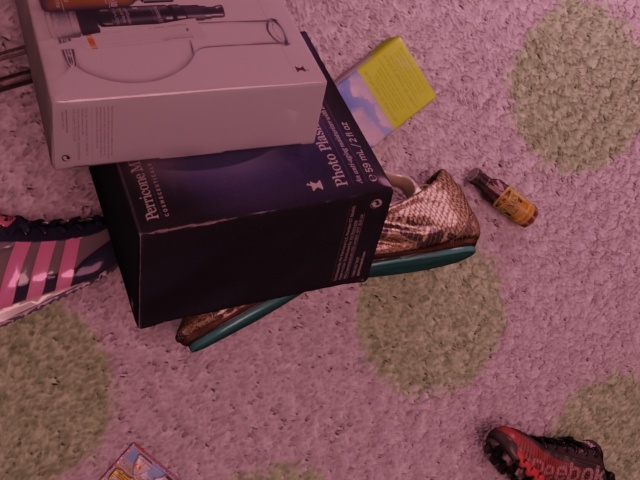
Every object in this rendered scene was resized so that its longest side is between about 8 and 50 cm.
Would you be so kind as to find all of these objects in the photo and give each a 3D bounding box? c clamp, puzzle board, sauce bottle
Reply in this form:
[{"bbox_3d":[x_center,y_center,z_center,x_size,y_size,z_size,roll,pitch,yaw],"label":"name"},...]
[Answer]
[{"bbox_3d":[-0.369,-0.214,1.076,0.160,0.137,0.022,-20,76,-24],"label":"c clamp"},{"bbox_3d":[-0.246,0.356,1.248,0.128,0.011,0.096,46,79,-20],"label":"puzzle board"},{"bbox_3d":[0.281,-0.068,1.392,0.128,0.042,0.042,31,84,-21],"label":"sauce bottle"}]

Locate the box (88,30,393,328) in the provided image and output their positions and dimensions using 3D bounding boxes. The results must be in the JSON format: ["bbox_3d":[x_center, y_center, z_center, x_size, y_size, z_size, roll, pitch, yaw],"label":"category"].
[{"bbox_3d":[-0.112,-0.084,1.082,0.293,0.296,0.183,-12,143,-20],"label":"box"}]

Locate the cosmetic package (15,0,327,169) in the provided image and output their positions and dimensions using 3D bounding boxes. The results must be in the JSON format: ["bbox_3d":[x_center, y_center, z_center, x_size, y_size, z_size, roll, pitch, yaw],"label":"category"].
[{"bbox_3d":[-0.190,-0.250,1.027,0.284,0.377,0.097,-7,139,-22],"label":"cosmetic package"}]

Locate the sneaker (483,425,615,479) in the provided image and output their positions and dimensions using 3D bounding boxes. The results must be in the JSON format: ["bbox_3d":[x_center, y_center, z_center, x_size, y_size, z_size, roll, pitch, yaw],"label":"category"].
[{"bbox_3d":[0.378,0.358,1.447,0.276,0.097,0.135,39,82,-23],"label":"sneaker"}]

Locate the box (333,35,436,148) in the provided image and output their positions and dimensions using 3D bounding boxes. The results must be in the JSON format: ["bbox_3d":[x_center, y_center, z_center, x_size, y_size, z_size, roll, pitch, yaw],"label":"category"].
[{"bbox_3d":[0.069,-0.199,1.293,0.178,0.042,0.109,-39,107,-13],"label":"box"}]

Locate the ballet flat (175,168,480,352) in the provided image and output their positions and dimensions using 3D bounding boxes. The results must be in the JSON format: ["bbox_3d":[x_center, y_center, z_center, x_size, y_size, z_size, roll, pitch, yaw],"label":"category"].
[{"bbox_3d":[0.000,0.000,1.247,0.482,0.164,0.182,-17,80,-25],"label":"ballet flat"}]

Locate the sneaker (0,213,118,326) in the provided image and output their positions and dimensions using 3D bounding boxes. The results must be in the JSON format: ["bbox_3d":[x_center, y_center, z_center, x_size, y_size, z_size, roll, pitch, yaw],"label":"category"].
[{"bbox_3d":[-0.354,0.009,1.114,0.319,0.112,0.131,-27,108,-18],"label":"sneaker"}]
